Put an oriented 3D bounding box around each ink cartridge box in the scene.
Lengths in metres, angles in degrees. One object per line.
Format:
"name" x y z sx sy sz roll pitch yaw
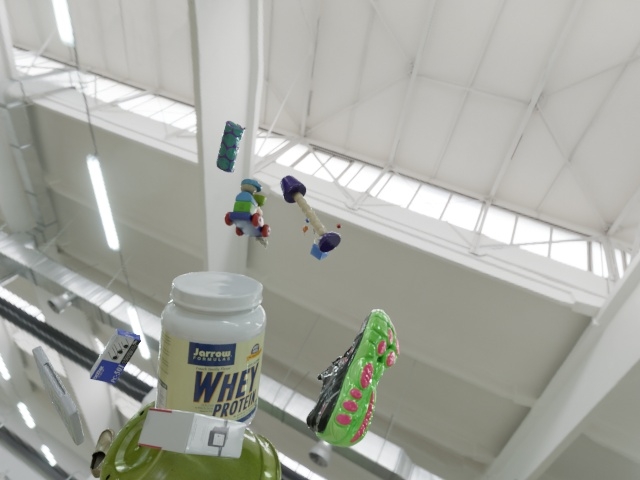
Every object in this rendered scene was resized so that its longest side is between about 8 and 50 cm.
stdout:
"ink cartridge box" -0.222 0.344 0.732 0.109 0.063 0.150 -7 -31 26
"ink cartridge box" -0.784 0.445 1.575 0.097 0.046 0.207 29 -84 -36

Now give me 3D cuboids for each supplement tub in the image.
"supplement tub" -0.249 0.254 0.947 0.235 0.235 0.325 11 -79 24

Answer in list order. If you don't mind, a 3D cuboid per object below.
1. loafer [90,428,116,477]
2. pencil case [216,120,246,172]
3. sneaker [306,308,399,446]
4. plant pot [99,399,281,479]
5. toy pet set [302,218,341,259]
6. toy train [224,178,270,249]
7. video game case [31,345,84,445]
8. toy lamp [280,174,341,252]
"loafer" -0.703 0.681 1.330 0.056 0.148 0.050 -6 -43 -6
"pencil case" -0.283 -0.293 1.294 0.064 0.070 0.152 28 -68 19
"sneaker" 0.099 0.390 1.279 0.202 0.483 0.185 -13 -66 39
"plant pot" -0.352 0.607 1.080 0.366 0.367 0.353 -13 -54 36
"toy pet set" 0.000 0.000 1.335 0.122 0.065 0.114 9 -54 -14
"toy train" -0.201 -0.078 1.286 0.105 0.144 0.248 3 -19 12
"video game case" -0.637 0.383 1.003 0.193 0.023 0.212 45 -43 20
"toy lamp" -0.040 -0.088 1.206 0.275 0.080 0.080 55 -41 31
